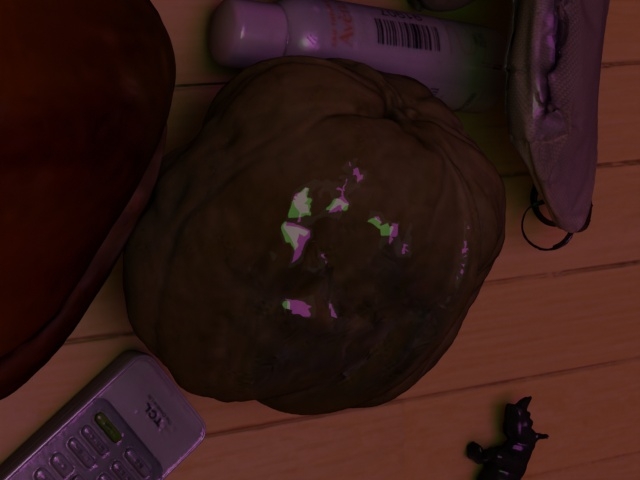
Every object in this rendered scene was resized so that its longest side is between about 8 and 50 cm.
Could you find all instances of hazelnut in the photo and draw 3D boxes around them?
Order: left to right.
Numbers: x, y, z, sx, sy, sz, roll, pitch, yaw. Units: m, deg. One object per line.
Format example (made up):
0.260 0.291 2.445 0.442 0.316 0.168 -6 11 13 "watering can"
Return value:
-0.259 -0.057 0.964 0.372 0.372 0.315 -28 67 -24 "hazelnut"

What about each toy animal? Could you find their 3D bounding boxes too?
0.173 0.210 1.403 0.065 0.047 0.136 25 82 -35 "toy animal"

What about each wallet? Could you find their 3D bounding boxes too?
0.212 -0.172 1.288 0.275 0.068 0.335 31 67 -72 "wallet"

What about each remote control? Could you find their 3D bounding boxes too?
-0.207 0.203 1.187 0.250 0.034 0.103 -42 115 -18 "remote control"

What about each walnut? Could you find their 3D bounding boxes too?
-0.001 0.000 1.145 0.253 0.282 0.277 35 106 11 "walnut"

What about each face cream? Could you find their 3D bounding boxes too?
0.033 -0.160 1.251 0.269 0.082 0.082 4 94 -32 "face cream"

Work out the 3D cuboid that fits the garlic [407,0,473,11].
0.123 -0.264 1.234 0.087 0.101 0.196 -4 129 -17 "garlic"
